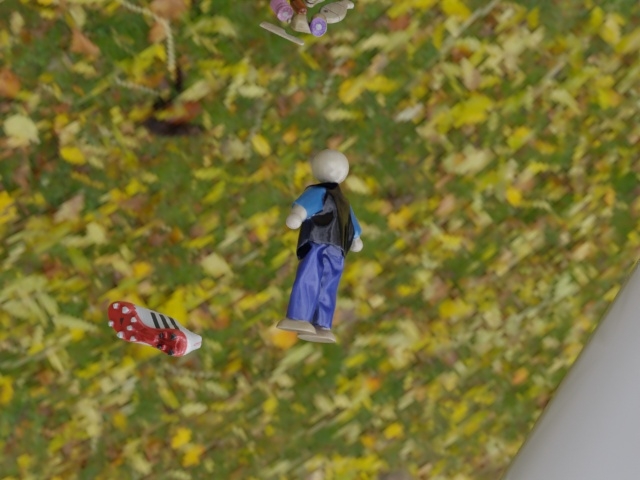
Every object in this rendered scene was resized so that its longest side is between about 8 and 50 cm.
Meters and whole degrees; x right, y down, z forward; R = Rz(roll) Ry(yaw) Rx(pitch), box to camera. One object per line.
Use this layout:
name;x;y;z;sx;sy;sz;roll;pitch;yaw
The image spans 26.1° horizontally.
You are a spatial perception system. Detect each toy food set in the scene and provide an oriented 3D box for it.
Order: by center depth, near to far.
toy food set;-0.017;-0.267;1.581;0.122;0.078;0.019;-51;163;-49

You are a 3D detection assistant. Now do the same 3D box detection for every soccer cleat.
soccer cleat;-0.129;0.068;1.070;0.036;0.083;0.029;-3;110;-57

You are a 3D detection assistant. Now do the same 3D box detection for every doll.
doll;0.000;0.000;1.349;0.129;0.046;0.189;28;67;-54

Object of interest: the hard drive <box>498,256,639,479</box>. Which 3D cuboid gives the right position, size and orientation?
hard drive;0.152;0.087;0.332;0.319;0.210;0.040;-43;155;-51
